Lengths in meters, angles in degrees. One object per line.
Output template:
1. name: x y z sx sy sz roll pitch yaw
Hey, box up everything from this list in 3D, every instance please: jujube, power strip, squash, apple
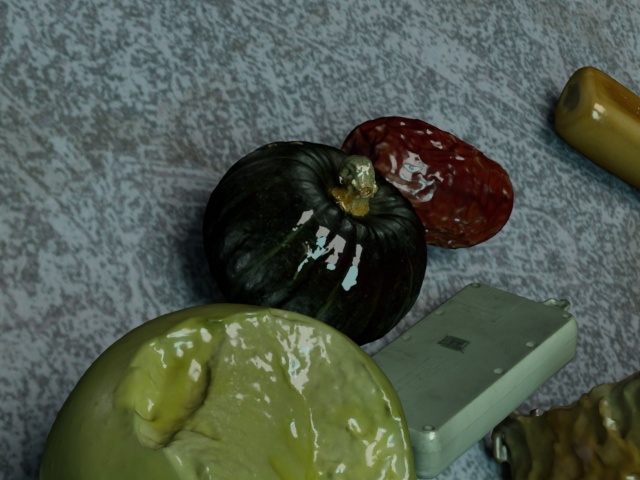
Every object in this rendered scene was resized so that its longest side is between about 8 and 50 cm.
1. jujube: 0.098 -0.050 1.659 0.176 0.109 0.112 16 60 -36
2. power strip: 0.114 0.112 1.575 0.270 0.118 0.046 -33 132 -45
3. squash: -0.003 0.004 1.517 0.193 0.156 0.193 48 27 -34
4. apple: -0.068 0.181 1.284 0.279 0.279 0.279 20 54 -29

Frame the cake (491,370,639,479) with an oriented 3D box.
1. cake: 0.372 0.229 1.584 0.307 0.293 0.314 -12 79 -39

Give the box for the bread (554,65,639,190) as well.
1. bread: 0.341 -0.086 1.898 0.239 0.074 0.092 31 33 -22
